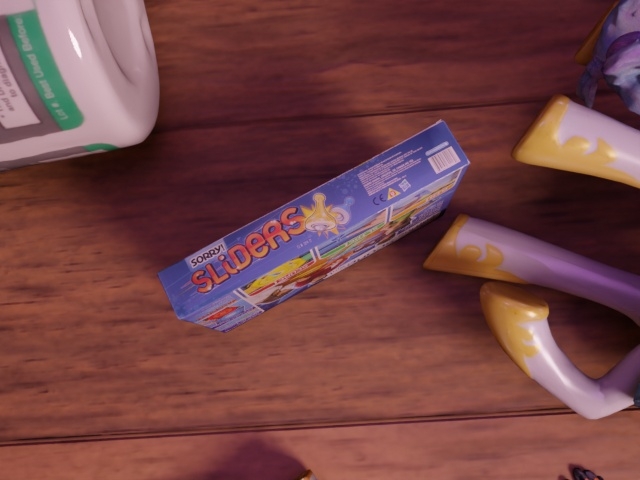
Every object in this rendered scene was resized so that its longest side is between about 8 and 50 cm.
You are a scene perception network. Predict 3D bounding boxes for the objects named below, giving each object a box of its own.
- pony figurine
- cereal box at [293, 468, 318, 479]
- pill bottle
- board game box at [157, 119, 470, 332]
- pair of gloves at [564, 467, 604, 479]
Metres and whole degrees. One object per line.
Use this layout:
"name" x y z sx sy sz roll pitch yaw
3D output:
"pony figurine" 0.291 0.012 0.393 0.363 0.303 0.351 35 114 7
"cereal box" -0.001 0.308 0.435 0.173 0.047 0.240 -38 78 -4
"pill bottle" -0.322 -0.138 0.474 0.360 0.204 0.204 -11 77 1
"board game box" 0.000 0.000 0.457 0.201 0.136 0.035 -28 78 -3
"pair of gloves" 0.179 0.209 0.463 0.083 0.010 0.074 -25 78 -1
